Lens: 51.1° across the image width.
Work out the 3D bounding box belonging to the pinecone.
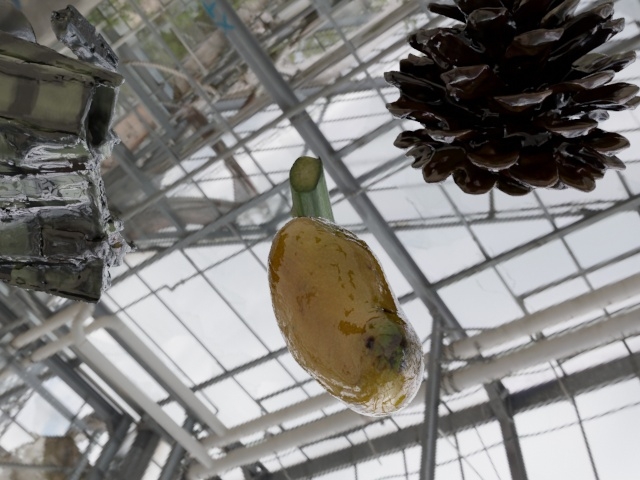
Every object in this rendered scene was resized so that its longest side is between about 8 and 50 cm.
[{"bbox_3d":[0.291,-0.242,1.037,0.397,0.398,0.398,-32,-158,15],"label":"pinecone"}]

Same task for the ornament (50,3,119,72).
[{"bbox_3d":[-0.642,-0.446,1.619,0.236,0.202,0.080,-15,-125,18],"label":"ornament"}]

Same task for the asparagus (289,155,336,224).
[{"bbox_3d":[0.001,0.001,1.028,0.067,0.278,0.060,-19,-145,-4],"label":"asparagus"}]

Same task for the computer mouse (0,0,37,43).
[{"bbox_3d":[-0.637,-0.394,1.225,0.269,0.170,0.100,-67,177,-58],"label":"computer mouse"}]

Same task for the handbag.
[{"bbox_3d":[-0.384,-0.089,0.753,0.325,0.327,0.162,103,4,-51],"label":"handbag"}]

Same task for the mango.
[{"bbox_3d":[0.013,0.044,0.423,0.075,0.098,0.190,-17,-151,-15],"label":"mango"}]
